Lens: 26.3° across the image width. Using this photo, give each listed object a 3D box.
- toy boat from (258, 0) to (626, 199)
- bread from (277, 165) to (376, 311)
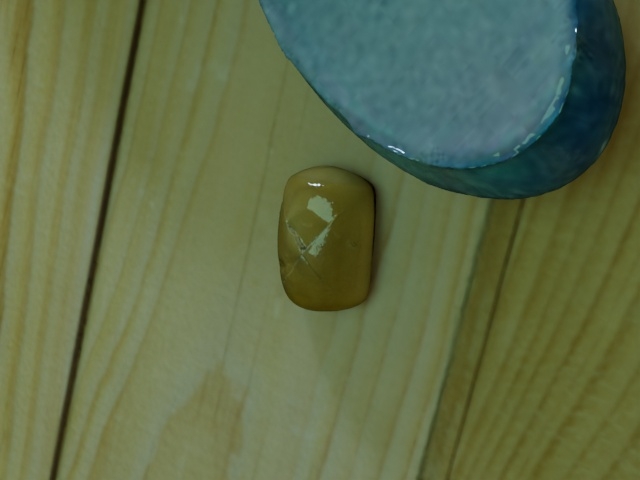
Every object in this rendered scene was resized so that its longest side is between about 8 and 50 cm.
[{"bbox_3d":[0.092,-0.164,0.980,0.330,0.123,0.215,47,109,31],"label":"toy boat"},{"bbox_3d":[0.000,0.000,1.069,0.082,0.056,0.115,14,103,30],"label":"bread"}]
